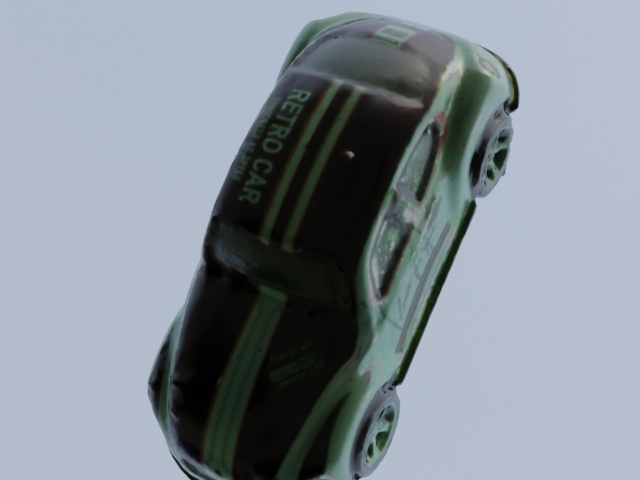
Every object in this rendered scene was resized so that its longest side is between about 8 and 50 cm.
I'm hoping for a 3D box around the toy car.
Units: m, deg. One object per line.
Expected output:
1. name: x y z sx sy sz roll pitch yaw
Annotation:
1. toy car: 0.000 0.000 0.762 0.136 0.125 0.306 20 -102 22
